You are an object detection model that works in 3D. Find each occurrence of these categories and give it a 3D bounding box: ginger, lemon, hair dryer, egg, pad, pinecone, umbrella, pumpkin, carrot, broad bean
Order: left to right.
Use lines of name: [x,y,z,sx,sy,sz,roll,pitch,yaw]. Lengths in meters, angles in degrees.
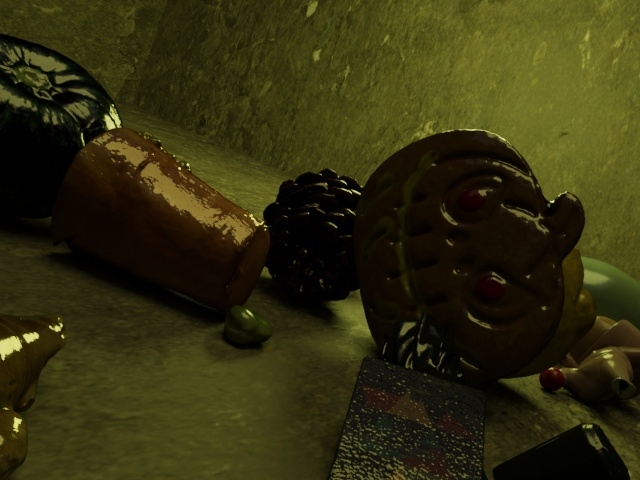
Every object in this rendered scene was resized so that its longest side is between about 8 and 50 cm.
ginger: [-0.256,0.094,0.548,0.115,0.081,0.205,25,9,-17]
pumpkin: [-0.455,-0.158,1.103,0.315,0.238,0.315,25,27,-14]
carrot: [-0.206,-0.017,1.019,0.254,0.196,0.196,27,10,12]
broad bean: [-0.094,0.109,0.962,0.063,0.045,0.083,26,2,18]
pinecone: [0.000,0.000,1.296,0.224,0.224,0.272,21,29,-5]
pad: [0.091,0.194,0.725,0.143,0.003,0.211,17,30,4]
umbrella: [0.138,0.196,0.845,0.118,0.118,0.340,19,18,-13]
lemon: [0.276,0.091,1.235,0.316,0.285,0.285,-9,11,-1]
egg: [0.560,0.145,1.661,0.371,0.230,0.230,17,9,1]
hair dryer: [0.282,0.257,0.803,0.248,0.114,0.070,29,32,-54]

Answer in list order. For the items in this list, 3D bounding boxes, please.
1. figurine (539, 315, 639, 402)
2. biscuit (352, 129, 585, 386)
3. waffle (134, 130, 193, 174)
figurine: [0.524,0.218,1.382,0.287,0.176,0.186,-14,60,-51]
biscuit: [0.214,0.011,1.103,0.070,0.350,0.394,37,34,-59]
waffle: [-0.231,-0.065,1.234,0.249,0.056,0.253,33,-23,39]
